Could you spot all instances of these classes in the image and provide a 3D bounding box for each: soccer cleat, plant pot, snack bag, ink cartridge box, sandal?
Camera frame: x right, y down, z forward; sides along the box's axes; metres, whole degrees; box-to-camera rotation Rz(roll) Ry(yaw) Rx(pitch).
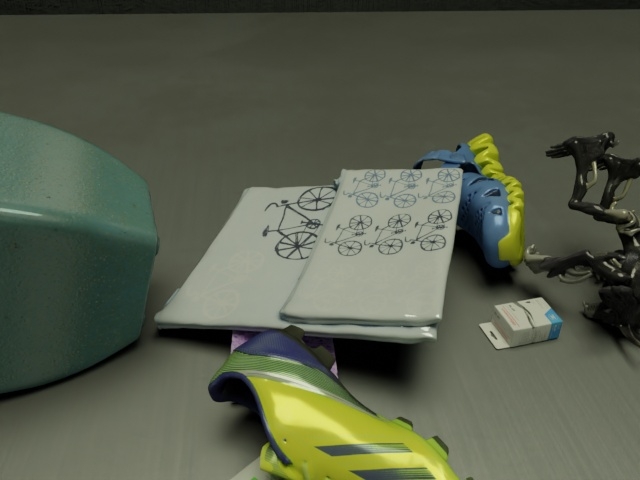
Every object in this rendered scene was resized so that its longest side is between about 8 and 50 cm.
[{"bbox_3d":[0.015,0.189,0.539,0.121,0.093,0.289,-33,52,-31],"label":"soccer cleat"},{"bbox_3d":[-0.321,0.013,0.680,0.252,0.247,0.248,6,30,-25],"label":"plant pot"},{"bbox_3d":[0.000,0.000,0.779,0.342,0.037,0.323,0,36,19],"label":"snack bag"},{"bbox_3d":[0.242,0.100,0.739,0.083,0.028,0.048,-9,35,-14],"label":"ink cartridge box"},{"bbox_3d":[0.217,-0.057,0.910,0.138,0.126,0.317,-6,27,4],"label":"sandal"}]

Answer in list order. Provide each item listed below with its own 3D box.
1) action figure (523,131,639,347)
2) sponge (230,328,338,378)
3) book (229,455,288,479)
[{"bbox_3d":[0.361,0.012,0.780,0.164,0.141,0.276,14,66,-29],"label":"action figure"},{"bbox_3d":[-0.045,0.101,0.726,0.117,0.031,0.210,-2,34,-3],"label":"sponge"},{"bbox_3d":[-0.071,0.252,0.503,0.096,0.035,0.144,25,42,38],"label":"book"}]
